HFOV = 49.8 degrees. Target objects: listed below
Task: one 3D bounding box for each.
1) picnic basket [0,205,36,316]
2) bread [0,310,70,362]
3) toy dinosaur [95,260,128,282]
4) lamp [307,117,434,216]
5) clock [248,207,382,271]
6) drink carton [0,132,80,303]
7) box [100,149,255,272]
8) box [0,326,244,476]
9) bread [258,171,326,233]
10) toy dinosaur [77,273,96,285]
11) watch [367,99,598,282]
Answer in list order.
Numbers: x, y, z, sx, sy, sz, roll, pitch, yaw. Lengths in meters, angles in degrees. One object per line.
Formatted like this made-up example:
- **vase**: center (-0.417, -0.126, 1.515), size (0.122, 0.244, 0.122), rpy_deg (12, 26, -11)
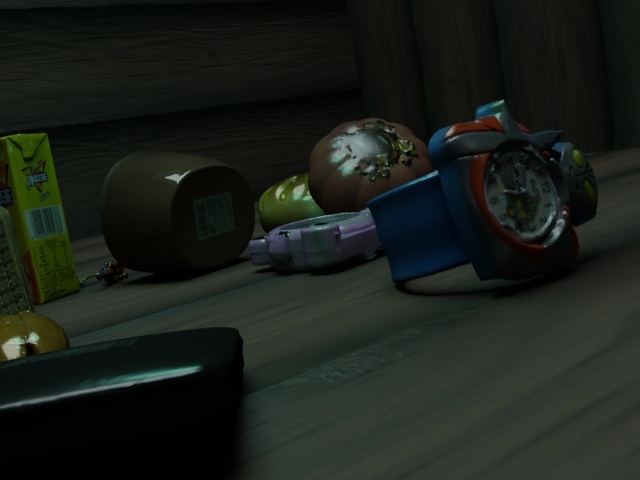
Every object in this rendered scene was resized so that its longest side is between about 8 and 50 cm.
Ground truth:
- **picnic basket**: center (-0.575, 0.082, 0.969), size (0.313, 0.228, 0.175), rpy_deg (-9, 10, 12)
- **bread**: center (-0.359, 0.127, 0.829), size (0.114, 0.077, 0.189), rpy_deg (15, 1, -31)
- **toy dinosaur**: center (-0.470, 0.071, 1.551), size (0.055, 0.049, 0.154), rpy_deg (-7, 3, 3)
- **lamp**: center (0.118, -0.140, 1.630), size (0.305, 0.239, 0.305), rpy_deg (3, 51, -3)
- **clock**: center (0.000, 0.000, 1.336), size (0.248, 0.090, 0.228), rpy_deg (-5, 9, 44)
- **drink carton**: center (-0.640, -0.044, 1.480), size (0.155, 0.351, 0.111), rpy_deg (-5, 9, 30)
- **box**: center (-0.301, -0.060, 1.507), size (0.216, 0.301, 0.301), rpy_deg (7, 17, 42)
- **box**: center (-0.208, 0.132, 0.597), size (0.289, 0.073, 0.290), rpy_deg (-10, -1, -7)
- **bread**: center (-0.010, -0.108, 1.857), size (0.333, 0.160, 0.333), rpy_deg (-10, 6, 1)
- **toy dinosaur**: center (-0.553, 0.092, 1.583), size (0.113, 0.026, 0.041), rpy_deg (-25, -2, -31)
- **watch**: center (0.232, -0.054, 1.008), size (0.305, 0.241, 0.274), rpy_deg (-15, -4, -34)
